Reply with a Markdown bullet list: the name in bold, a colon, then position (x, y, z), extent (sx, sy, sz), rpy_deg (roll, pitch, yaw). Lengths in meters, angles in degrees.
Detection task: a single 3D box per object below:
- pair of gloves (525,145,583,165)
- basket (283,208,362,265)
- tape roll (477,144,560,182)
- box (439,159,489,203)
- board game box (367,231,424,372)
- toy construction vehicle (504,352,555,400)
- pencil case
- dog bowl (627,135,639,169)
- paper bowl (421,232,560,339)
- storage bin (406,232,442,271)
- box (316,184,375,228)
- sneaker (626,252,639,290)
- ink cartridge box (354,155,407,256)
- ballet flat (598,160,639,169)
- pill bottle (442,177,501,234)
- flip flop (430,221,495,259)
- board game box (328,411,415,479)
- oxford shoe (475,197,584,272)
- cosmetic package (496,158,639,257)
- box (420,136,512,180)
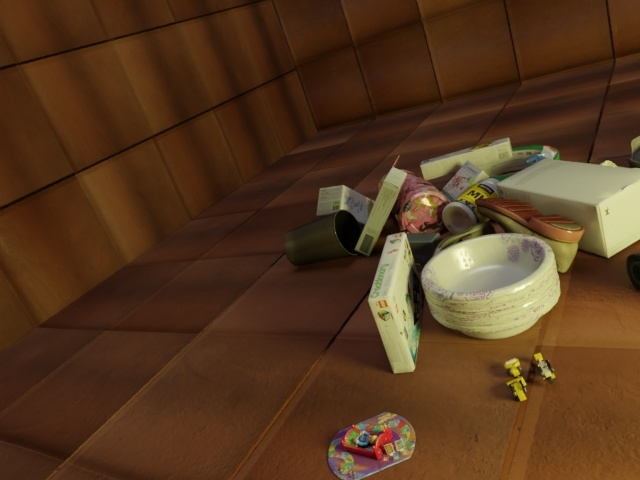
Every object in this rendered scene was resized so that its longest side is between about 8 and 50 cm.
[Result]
- **pair of gloves**: position (0.757, -0.226, 1.685), extent (0.198, 0.023, 0.159), rpy_deg (32, 58, 19)
- **basket**: position (0.000, 0.000, 1.793), extent (0.226, 0.154, 0.204), rpy_deg (-16, -13, 27)
- **tape roll**: position (0.671, -0.239, 1.862), extent (0.320, 0.077, 0.321), rpy_deg (-18, 22, 7)
- **box**: position (0.475, -0.175, 1.806), extent (0.186, 0.038, 0.145), rpy_deg (-49, 19, 14)
- **board game box**: position (0.185, 0.133, 1.234), extent (0.053, 0.193, 0.305), rpy_deg (-12, 22, 21)
- **toy construction vehicle**: position (0.388, 0.252, 0.985), extent (0.085, 0.035, 0.098), rpy_deg (-28, 17, 12)
- **pencil case**: position (0.311, -0.136, 1.836), extent (0.167, 0.160, 0.386), rpy_deg (3, 19, -8)
- **dog bowl**: position (1.040, -0.232, 1.463), extent (0.348, 0.102, 0.349), rpy_deg (-19, 20, 7)
- **paper bowl**: position (0.378, 0.108, 1.177), extent (0.284, 0.148, 0.284), rpy_deg (-19, 20, 7)
- **storage bin**: position (0.293, 0.032, 1.525), extent (0.135, 0.091, 0.098), rpy_deg (-2, 27, 41)
- **box**: position (0.095, -0.115, 1.906), extent (0.114, 0.103, 0.203), rpy_deg (-4, -16, 41)
- **sneaker**: position (0.743, 0.066, 1.013), extent (0.130, 0.109, 0.286), rpy_deg (-19, 22, -14)
- **ink cartridge box**: position (0.210, -0.116, 1.751), extent (0.060, 0.275, 0.239), rpy_deg (26, 34, 8)
- **ballet flat**: position (0.820, -0.156, 1.428), extent (0.116, 0.124, 0.342), rpy_deg (-55, 26, 1)
- **pill bottle**: position (0.483, -0.106, 1.648), extent (0.208, 0.119, 0.119), rpy_deg (-35, 25, -32)
- **flip flop**: position (0.392, 0.037, 1.427), extent (0.276, 0.112, 0.080), rpy_deg (-26, 35, -29)
- **board game box**: position (0.088, 0.365, 0.977), extent (0.168, 0.033, 0.133), rpy_deg (-21, 21, -3)
- **oxford shoe**: position (0.513, -0.025, 1.378), extent (0.122, 0.130, 0.348), rpy_deg (-3, 21, -19)
- **cosmetic package**: position (0.671, -0.102, 1.411), extent (0.196, 0.155, 0.365), rpy_deg (-26, 22, -12)
- **box**: position (0.530, -0.296, 1.935), extent (0.323, 0.067, 0.063), rpy_deg (-14, 20, 23)
